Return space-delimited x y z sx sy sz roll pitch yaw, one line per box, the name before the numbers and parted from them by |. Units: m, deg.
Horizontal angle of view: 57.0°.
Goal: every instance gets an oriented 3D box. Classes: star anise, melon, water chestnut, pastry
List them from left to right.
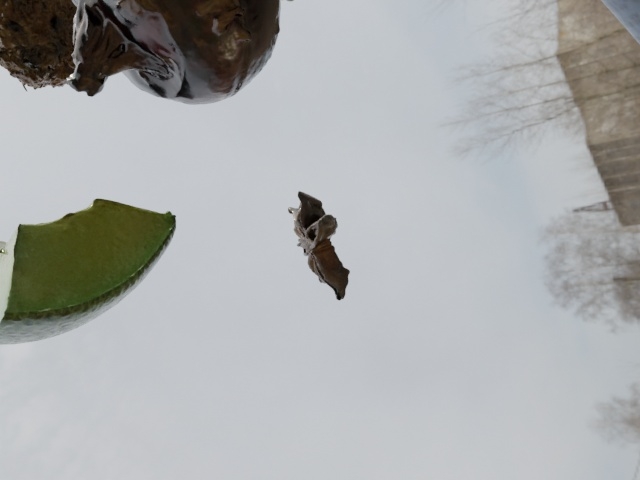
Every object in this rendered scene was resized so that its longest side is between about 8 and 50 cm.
pastry | -0.625 -0.462 1.275 0.275 0.193 0.274 -10 -76 -43
melon | -0.457 0.054 1.008 0.226 0.344 0.331 48 -130 -10
water chestnut | -0.206 -0.290 0.717 0.300 0.300 0.299 17 -111 -53
star anise | -0.007 -0.004 1.121 0.063 0.172 0.207 -26 -57 -16

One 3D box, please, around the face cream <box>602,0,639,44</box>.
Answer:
face cream | 0.312 -0.262 0.563 0.385 0.136 0.086 38 -115 -12
